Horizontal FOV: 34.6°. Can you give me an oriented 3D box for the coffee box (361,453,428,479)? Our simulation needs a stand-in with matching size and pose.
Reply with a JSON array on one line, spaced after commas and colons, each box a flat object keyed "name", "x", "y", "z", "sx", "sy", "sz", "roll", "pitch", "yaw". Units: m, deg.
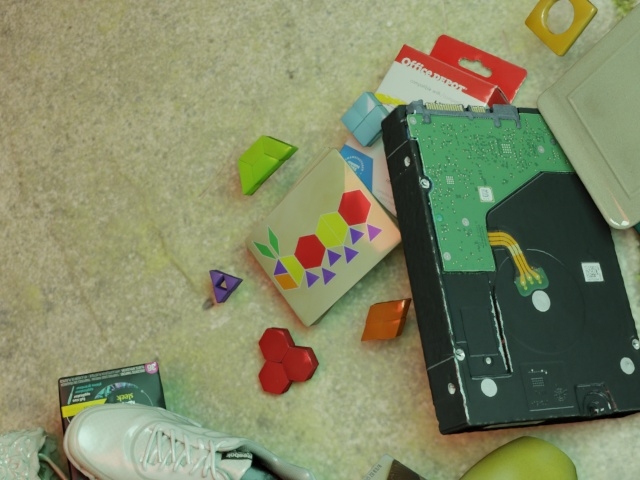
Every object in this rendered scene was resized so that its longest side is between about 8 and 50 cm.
[{"name": "coffee box", "x": 0.125, "y": 0.351, "z": 0.972, "sx": 0.168, "sy": 0.118, "sz": 0.297, "roll": -45, "pitch": 37, "yaw": -18}]

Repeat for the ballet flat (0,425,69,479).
[{"name": "ballet flat", "x": -0.311, "y": 0.398, "z": 1.225, "sx": 0.147, "sy": 0.147, "sz": 0.408, "roll": -35, "pitch": 67, "yaw": 11}]

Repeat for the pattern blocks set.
[{"name": "pattern blocks set", "x": 0.000, "y": 0.000, "z": 1.191, "sx": 0.325, "sy": 0.026, "sz": 0.285, "roll": -36, "pitch": 76, "yaw": 28}]

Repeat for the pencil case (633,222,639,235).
[{"name": "pencil case", "x": 0.363, "y": -0.024, "z": 1.082, "sx": 0.065, "sy": 0.070, "sz": 0.151, "roll": -27, "pitch": 65, "yaw": -9}]

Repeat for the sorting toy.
[{"name": "sorting toy", "x": 0.336, "y": -0.136, "z": 1.040, "sx": 0.196, "sy": 0.047, "sz": 0.347, "roll": -43, "pitch": 62, "yaw": 36}]

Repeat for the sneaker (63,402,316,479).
[{"name": "sneaker", "x": -0.135, "y": 0.242, "z": 1.127, "sx": 0.292, "sy": 0.118, "sz": 0.110, "roll": 18, "pitch": 65, "yaw": -6}]

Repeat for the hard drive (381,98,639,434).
[{"name": "hard drive", "x": 0.200, "y": 0.022, "z": 1.064, "sx": 0.064, "sy": 0.237, "sz": 0.338, "roll": -38, "pitch": 57, "yaw": 57}]

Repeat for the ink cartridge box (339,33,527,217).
[{"name": "ink cartridge box", "x": 0.127, "y": -0.135, "z": 1.205, "sx": 0.134, "sy": 0.078, "sz": 0.231, "roll": 30, "pitch": 90, "yaw": 27}]

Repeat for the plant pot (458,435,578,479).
[{"name": "plant pot", "x": 0.211, "y": 0.259, "z": 1.053, "sx": 0.134, "sy": 0.134, "sz": 0.095, "roll": 24, "pitch": 60, "yaw": 26}]

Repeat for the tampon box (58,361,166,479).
[{"name": "tampon box", "x": -0.241, "y": 0.242, "z": 1.221, "sx": 0.121, "sy": 0.101, "sz": 0.161, "roll": -9, "pitch": 69, "yaw": -16}]
